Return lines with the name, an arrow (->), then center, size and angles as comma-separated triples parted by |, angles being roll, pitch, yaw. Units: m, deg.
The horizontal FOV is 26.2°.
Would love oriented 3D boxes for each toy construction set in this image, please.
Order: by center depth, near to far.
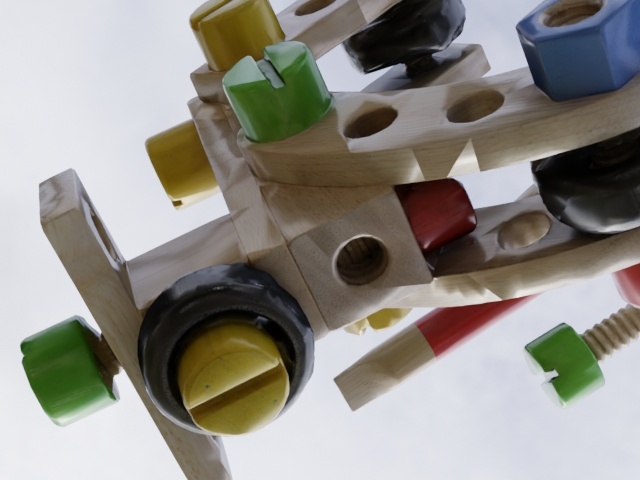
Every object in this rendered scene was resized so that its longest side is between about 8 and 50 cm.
toy construction set -> 0.000, 0.000, 0.564 | 0.237, 0.309, 0.257 | -33, -127, -5
